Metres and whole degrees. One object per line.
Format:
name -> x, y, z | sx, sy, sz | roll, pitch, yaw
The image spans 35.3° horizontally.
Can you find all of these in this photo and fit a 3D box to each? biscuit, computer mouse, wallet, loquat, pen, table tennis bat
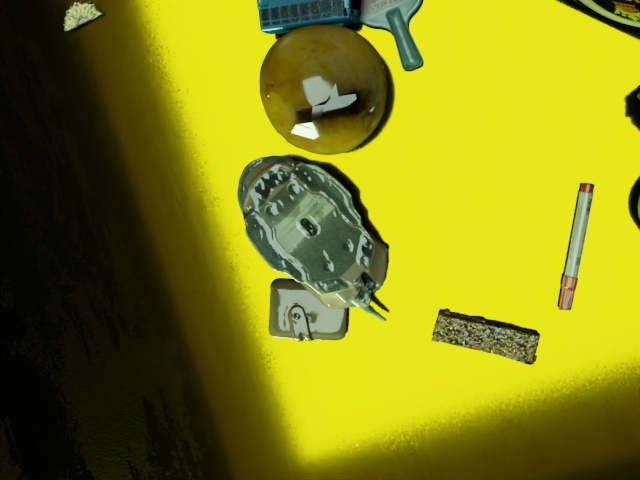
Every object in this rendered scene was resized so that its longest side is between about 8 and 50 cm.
biscuit -> 0.311, 0.181, 1.884 | 0.199, 0.034, 0.064 | 13, 98, 5
computer mouse -> -0.002, -0.002, 1.872 | 0.199, 0.115, 0.389 | -43, 100, -1
wallet -> -0.024, 0.135, 1.923 | 0.153, 0.039, 0.118 | 2, 94, 6
loquat -> 0.008, -0.269, 1.781 | 0.235, 0.235, 0.235 | 1, 96, 8
pen -> 0.471, 0.013, 1.848 | 0.028, 0.028, 0.239 | 10, 97, 6
table tennis bat -> 0.130, -0.430, 1.847 | 0.153, 0.040, 0.244 | -20, 90, 13

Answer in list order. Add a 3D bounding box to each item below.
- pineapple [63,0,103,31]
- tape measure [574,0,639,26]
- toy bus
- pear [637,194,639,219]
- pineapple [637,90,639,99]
pineapple -> -0.462, -0.436, 1.932 | 0.083, 0.019, 0.045 | -26, 98, 9
tape measure -> 0.512, -0.461, 1.712 | 0.271, 0.231, 0.133 | 23, 87, 42
toy bus -> -0.017, -0.430, 1.827 | 0.185, 0.090, 0.106 | -4, 96, 18
pear -> 0.619, -0.059, 1.783 | 0.107, 0.107, 0.131 | 1, 103, 8
pineapple -> 0.700, -0.153, 1.743 | 0.169, 0.169, 0.340 | -36, 98, 10
